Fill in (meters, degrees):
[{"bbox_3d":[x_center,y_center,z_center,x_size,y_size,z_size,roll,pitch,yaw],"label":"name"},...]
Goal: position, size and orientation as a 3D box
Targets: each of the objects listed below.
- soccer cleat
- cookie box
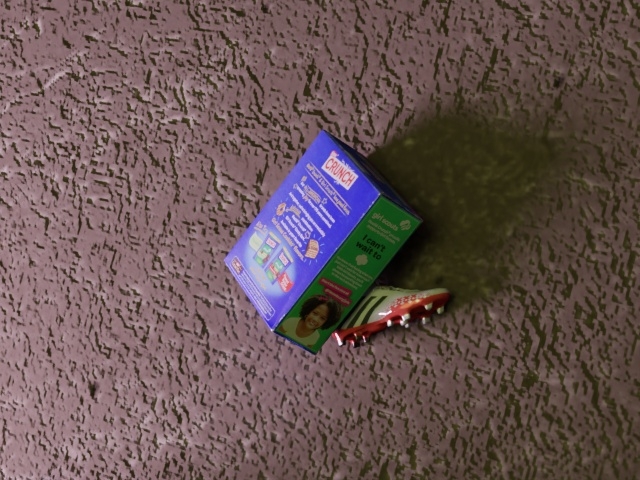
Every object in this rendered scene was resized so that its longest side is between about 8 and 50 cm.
[{"bbox_3d":[0.040,0.038,0.989,0.083,0.029,0.036,-24,69,32],"label":"soccer cleat"},{"bbox_3d":[0.000,0.000,1.004,0.107,0.040,0.092,-52,36,11],"label":"cookie box"}]
